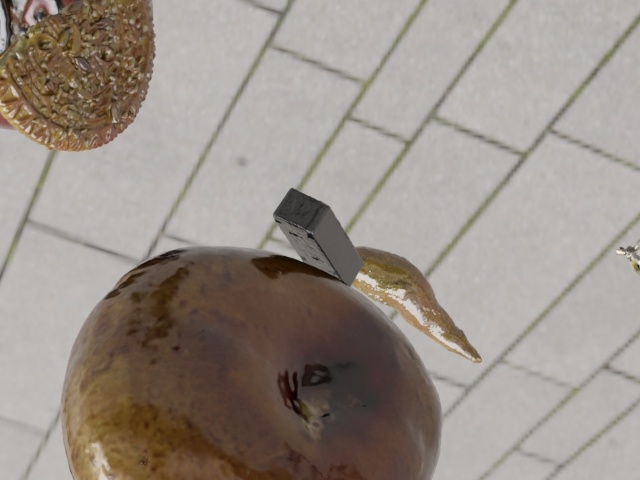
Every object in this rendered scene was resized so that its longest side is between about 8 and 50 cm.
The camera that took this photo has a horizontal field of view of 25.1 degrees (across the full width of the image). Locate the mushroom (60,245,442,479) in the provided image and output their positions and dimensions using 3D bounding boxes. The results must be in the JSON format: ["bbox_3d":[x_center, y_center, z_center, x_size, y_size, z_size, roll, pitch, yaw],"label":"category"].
[{"bbox_3d":[-0.066,0.129,0.977,0.254,0.267,0.267,-24,130,20],"label":"mushroom"}]

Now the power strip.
[{"bbox_3d":[0.000,0.000,1.049,0.038,0.029,0.111,26,165,25],"label":"power strip"}]

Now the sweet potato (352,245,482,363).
[{"bbox_3d":[0.105,0.062,1.674,0.226,0.068,0.068,35,136,-3],"label":"sweet potato"}]

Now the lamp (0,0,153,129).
[{"bbox_3d":[-0.311,-0.257,1.418,0.303,0.257,0.303,5,117,11],"label":"lamp"}]

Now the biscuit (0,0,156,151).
[{"bbox_3d":[-0.196,-0.145,1.230,0.025,0.206,0.126,-2,124,37],"label":"biscuit"}]

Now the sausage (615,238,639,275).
[{"bbox_3d":[0.308,0.039,0.854,0.269,0.033,0.033,15,140,11],"label":"sausage"}]
